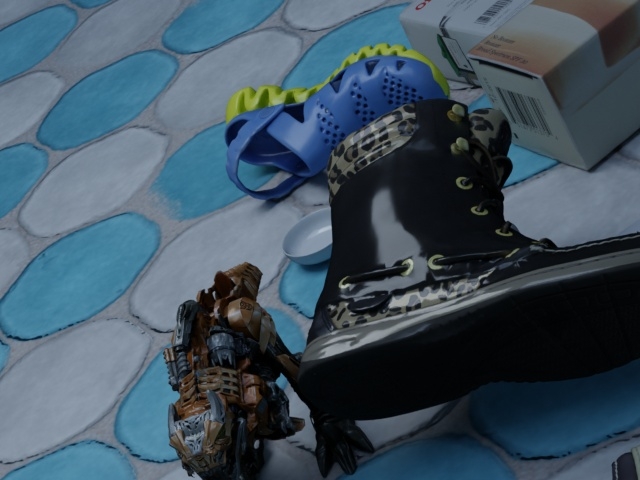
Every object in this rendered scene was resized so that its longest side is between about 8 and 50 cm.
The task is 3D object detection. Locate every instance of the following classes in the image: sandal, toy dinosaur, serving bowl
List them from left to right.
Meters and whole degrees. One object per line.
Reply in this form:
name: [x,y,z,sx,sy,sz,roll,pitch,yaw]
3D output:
toy dinosaur: [-0.066,0.122,1.772,0.164,0.218,0.322,-10,35,34]
serving bowl: [0.000,0.000,2.100,0.083,0.027,0.083,-23,29,14]
sandal: [0.009,-0.124,2.207,0.317,0.126,0.138,-18,33,36]

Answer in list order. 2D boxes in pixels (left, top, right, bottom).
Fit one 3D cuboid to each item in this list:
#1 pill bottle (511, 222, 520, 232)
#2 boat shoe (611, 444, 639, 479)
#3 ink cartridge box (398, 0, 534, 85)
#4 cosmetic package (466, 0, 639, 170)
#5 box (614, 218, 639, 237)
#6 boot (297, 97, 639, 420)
pill bottle: [0.136,0.043,1.856,0.137,0.078,0.078,-23,30,13]
boat shoe: [0.224,0.263,1.410,0.092,0.103,0.285,-15,38,16]
ink cartridge box: [0.221,-0.257,2.234,0.160,0.093,0.219,-40,30,-18]
cosmetic package: [0.324,-0.222,2.049,0.296,0.129,0.153,-39,29,-16]
box: [0.344,0.021,1.742,0.145,0.038,0.186,-34,28,-9]
boot: [0.157,-0.006,1.737,0.377,0.138,0.284,-19,45,22]
